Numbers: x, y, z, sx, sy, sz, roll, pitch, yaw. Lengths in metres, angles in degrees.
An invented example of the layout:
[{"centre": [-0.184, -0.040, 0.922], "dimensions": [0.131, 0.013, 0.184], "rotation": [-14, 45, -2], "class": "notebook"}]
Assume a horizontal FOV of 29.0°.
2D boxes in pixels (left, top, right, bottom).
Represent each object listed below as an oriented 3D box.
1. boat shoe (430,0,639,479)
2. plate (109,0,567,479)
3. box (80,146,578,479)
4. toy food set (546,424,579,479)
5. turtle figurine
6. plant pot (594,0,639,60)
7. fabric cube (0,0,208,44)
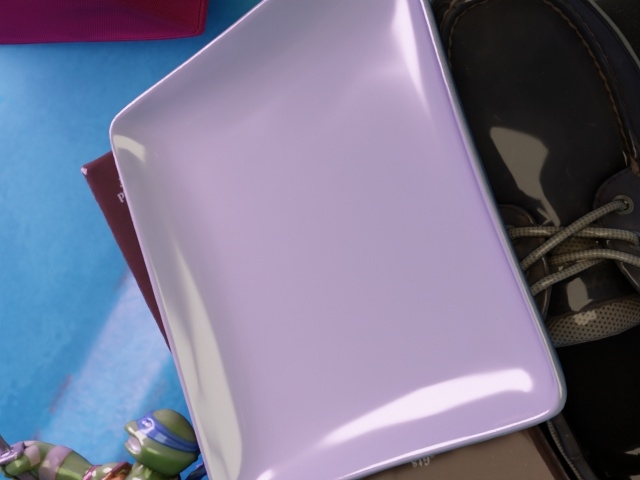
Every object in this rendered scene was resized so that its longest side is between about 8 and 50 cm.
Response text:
[{"centre": [0.159, 0.010, 0.713], "dimensions": [0.132, 0.130, 0.355], "rotation": [-22, 113, 11], "class": "boat shoe"}, {"centre": [0.000, 0.000, 0.717], "dimensions": [0.278, 0.045, 0.277], "rotation": [-29, 75, 42], "class": "plate"}, {"centre": [0.016, 0.073, 0.848], "dimensions": [0.191, 0.143, 0.381], "rotation": [-30, 74, 7], "class": "box"}, {"centre": [0.143, 0.196, 0.894], "dimensions": [0.192, 0.038, 0.132], "rotation": [6, 83, 22], "class": "toy food set"}, {"centre": [-0.215, 0.226, 0.878], "dimensions": [0.198, 0.274, 0.266], "rotation": [24, 97, 45], "class": "turtle figurine"}, {"centre": [0.145, -0.078, 0.836], "dimensions": [0.188, 0.187, 0.167], "rotation": [-18, 100, 9], "class": "plant pot"}, {"centre": [-0.240, -0.284, 0.833], "dimensions": [0.254, 0.258, 0.259], "rotation": [5, 88, 35], "class": "fabric cube"}]
